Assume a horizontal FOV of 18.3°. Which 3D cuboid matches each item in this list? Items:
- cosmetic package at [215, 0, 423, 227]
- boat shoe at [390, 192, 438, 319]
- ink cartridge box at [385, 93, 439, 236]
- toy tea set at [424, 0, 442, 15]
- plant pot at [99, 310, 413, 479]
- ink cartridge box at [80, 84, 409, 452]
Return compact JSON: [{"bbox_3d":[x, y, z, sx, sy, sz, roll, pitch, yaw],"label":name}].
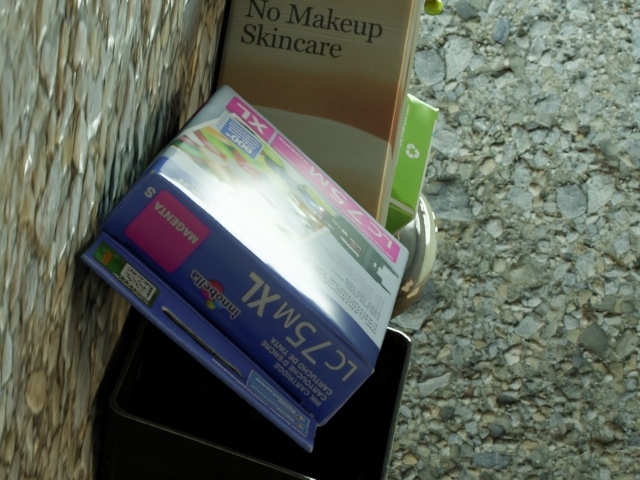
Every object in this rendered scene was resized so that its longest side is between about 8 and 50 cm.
[{"bbox_3d":[0.000,-0.148,1.611,0.129,0.153,0.296,54,44,-84],"label":"cosmetic package"},{"bbox_3d":[0.020,-0.058,2.029,0.132,0.130,0.355,-39,-144,22],"label":"boat shoe"},{"bbox_3d":[0.000,0.000,1.791,0.189,0.097,0.255,-40,-150,49],"label":"ink cartridge box"},{"bbox_3d":[0.077,-0.366,1.913,0.336,0.124,0.200,86,-15,-65],"label":"toy tea set"},{"bbox_3d":[-0.059,0.151,1.390,0.188,0.187,0.167,-74,-175,-56],"label":"plant pot"},{"bbox_3d":[-0.037,0.008,1.289,0.065,0.186,0.311,-46,-174,19],"label":"ink cartridge box"}]
